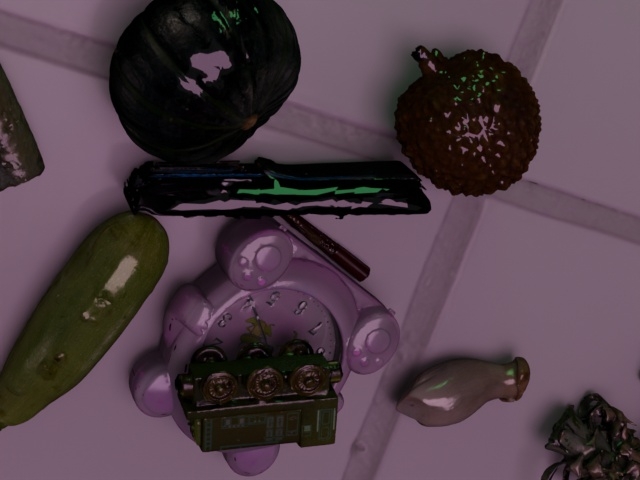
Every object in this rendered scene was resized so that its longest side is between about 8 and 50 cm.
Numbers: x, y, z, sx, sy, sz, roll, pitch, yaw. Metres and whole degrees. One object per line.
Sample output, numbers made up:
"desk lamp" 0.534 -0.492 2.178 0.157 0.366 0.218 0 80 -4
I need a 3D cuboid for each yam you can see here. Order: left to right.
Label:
"yam" -0.409 -0.151 1.662 0.078 0.078 0.179 -24 114 -9

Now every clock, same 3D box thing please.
"clock" -0.084 0.153 1.848 0.295 0.113 0.322 38 95 -25

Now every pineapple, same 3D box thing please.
"pineapple" 0.474 0.361 2.063 0.272 0.262 0.262 36 95 -1

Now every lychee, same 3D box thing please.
"lychee" 0.196 -0.165 1.789 0.200 0.200 0.238 -36 114 -3

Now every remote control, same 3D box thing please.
"remote control" -0.057 -0.073 1.766 0.399 0.144 0.062 -1 108 -14

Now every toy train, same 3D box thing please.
"toy train" -0.082 0.210 1.762 0.226 0.090 0.137 -3 114 -15

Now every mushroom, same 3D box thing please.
"mushroom" 0.213 0.225 1.980 0.213 0.088 0.097 -12 121 -20

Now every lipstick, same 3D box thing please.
"lipstick" 0.000 0.000 1.870 0.176 0.027 0.027 38 94 -24

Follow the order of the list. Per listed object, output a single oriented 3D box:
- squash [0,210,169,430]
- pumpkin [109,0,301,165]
"squash" -0.328 0.117 1.758 0.118 0.118 0.370 35 97 -24
"pumpkin" -0.147 -0.217 1.664 0.250 0.216 0.250 -21 145 -15
